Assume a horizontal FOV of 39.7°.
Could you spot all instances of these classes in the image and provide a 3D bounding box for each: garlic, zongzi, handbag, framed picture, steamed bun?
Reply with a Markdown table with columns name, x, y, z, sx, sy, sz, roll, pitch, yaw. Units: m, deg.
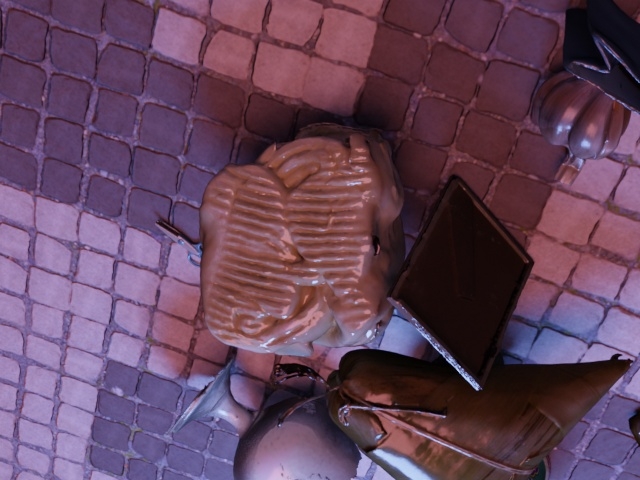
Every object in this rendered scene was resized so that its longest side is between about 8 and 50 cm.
| name | x | y | z | sx | sy | sz | roll | pitch | yaw |
| --- | --- | --- | --- | --- | --- | --- | --- | --- | --- |
| garlic | 0.360 | -0.158 | 1.261 | 0.131 | 0.127 | 0.194 | 54 | 150 | 29 |
| zongzi | 0.192 | 0.206 | 1.358 | 0.447 | 0.181 | 0.418 | 41 | 100 | -12 |
| handbag | 0.381 | -0.242 | 1.132 | 0.144 | 0.221 | 0.057 | 32 | 124 | -8 |
| framed picture | 0.219 | 0.055 | 1.330 | 0.209 | 0.281 | 0.019 | 47 | 138 | -14 |
| steamed bun | 0.000 | 0.000 | 1.366 | 0.346 | 0.237 | 0.394 | 46 | 109 | 11 |

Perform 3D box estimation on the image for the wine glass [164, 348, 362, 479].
| name | x | y | z | sx | sy | sz | roll | pitch | yaw |
| --- | --- | --- | --- | --- | --- | --- | --- | --- | --- |
| wine glass | -0.098 | 0.374 | 1.640 | 0.323 | 0.238 | 0.238 | 38 | 123 | 2 |

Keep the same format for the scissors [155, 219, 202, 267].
| name | x | y | z | sx | sy | sz | roll | pitch | yaw |
| --- | --- | --- | --- | --- | --- | --- | --- | --- | --- |
| scissors | -0.243 | 0.003 | 1.567 | 0.119 | 0.014 | 0.058 | 37 | 122 | -14 |

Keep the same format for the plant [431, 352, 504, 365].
| name | x | y | z | sx | sy | sz | roll | pitch | yaw |
| --- | --- | --- | --- | --- | --- | --- | --- | --- | --- |
| plant | 0.233 | 0.270 | 1.538 | 0.203 | 0.142 | 0.131 | -36 | 99 | 17 |

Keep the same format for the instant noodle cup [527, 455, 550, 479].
| name | x | y | z | sx | sy | sz | roll | pitch | yaw |
| --- | --- | --- | --- | --- | --- | --- | --- | --- | --- |
| instant noodle cup | 0.294 | 0.477 | 1.621 | 0.251 | 0.190 | 0.251 | 7 | 122 | 11 |

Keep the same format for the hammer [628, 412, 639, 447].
| name | x | y | z | sx | sy | sz | roll | pitch | yaw |
| --- | --- | --- | --- | --- | --- | --- | --- | --- | --- |
| hammer | 0.652 | 0.467 | 1.588 | 0.242 | 0.095 | 0.409 | -23 | 111 | 26 |
